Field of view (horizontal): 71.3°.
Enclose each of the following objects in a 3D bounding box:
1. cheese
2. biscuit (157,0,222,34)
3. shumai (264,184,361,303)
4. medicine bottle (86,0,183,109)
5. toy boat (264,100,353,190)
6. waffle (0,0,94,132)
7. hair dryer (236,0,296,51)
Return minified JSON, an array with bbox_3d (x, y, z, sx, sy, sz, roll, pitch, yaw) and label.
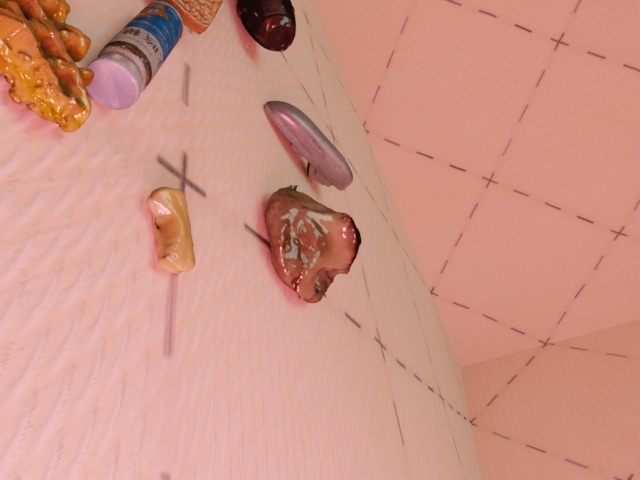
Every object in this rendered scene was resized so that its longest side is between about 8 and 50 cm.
[{"bbox_3d":[-0.141,-0.010,0.419,0.044,0.030,0.084,26,51,-75],"label":"cheese"},{"bbox_3d":[-0.196,-0.393,0.589,0.212,0.041,0.239,-24,102,-47],"label":"biscuit"},{"bbox_3d":[0.000,0.000,0.704,0.201,0.120,0.202,-18,90,-75],"label":"shumai"},{"bbox_3d":[-0.187,-0.199,0.466,0.051,0.051,0.191,56,21,-38],"label":"medicine bottle"},{"bbox_3d":[-0.028,-0.197,0.945,0.260,0.085,0.078,41,30,-38],"label":"toy boat"},{"bbox_3d":[-0.228,-0.151,0.280,0.194,0.051,0.149,47,27,-62],"label":"waffle"},{"bbox_3d":[-0.105,-0.580,0.853,0.360,0.119,0.304,110,-32,-56],"label":"hair dryer"}]
